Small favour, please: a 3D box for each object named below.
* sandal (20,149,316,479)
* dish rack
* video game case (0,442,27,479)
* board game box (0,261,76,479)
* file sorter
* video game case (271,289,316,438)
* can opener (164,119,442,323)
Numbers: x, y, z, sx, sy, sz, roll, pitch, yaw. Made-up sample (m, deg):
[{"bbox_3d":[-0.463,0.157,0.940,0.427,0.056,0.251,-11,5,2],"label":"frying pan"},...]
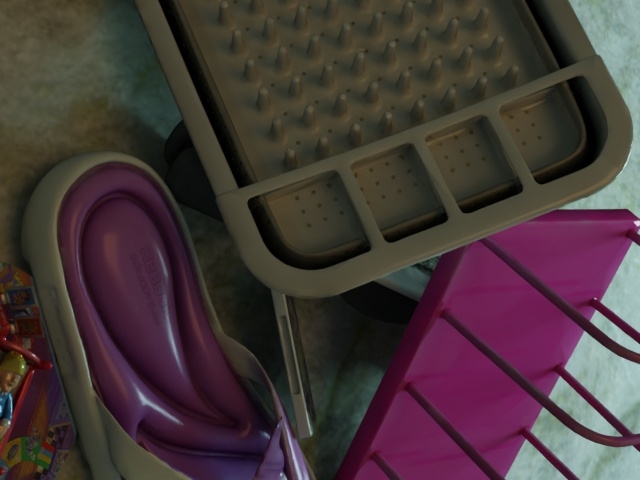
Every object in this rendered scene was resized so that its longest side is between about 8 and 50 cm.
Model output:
[{"bbox_3d":[-0.080,0.133,1.017,0.169,0.102,0.416,-43,116,-37],"label":"sandal"},{"bbox_3d":[0.032,-0.134,1.038,0.285,0.072,0.333,-21,74,-9],"label":"dish rack"},{"bbox_3d":[-0.263,0.183,0.892,0.193,0.023,0.212,-36,112,-40],"label":"video game case"},{"bbox_3d":[-0.206,0.095,0.909,0.133,0.033,0.168,-25,106,-46],"label":"board game box"},{"bbox_3d":[0.172,0.145,1.110,0.202,0.182,0.290,-1,124,-43],"label":"file sorter"},{"bbox_3d":[-0.020,0.083,1.097,0.087,0.011,0.122,9,70,-88],"label":"video game case"},{"bbox_3d":[0.000,0.000,1.106,0.280,0.093,0.074,28,31,-28],"label":"can opener"}]
